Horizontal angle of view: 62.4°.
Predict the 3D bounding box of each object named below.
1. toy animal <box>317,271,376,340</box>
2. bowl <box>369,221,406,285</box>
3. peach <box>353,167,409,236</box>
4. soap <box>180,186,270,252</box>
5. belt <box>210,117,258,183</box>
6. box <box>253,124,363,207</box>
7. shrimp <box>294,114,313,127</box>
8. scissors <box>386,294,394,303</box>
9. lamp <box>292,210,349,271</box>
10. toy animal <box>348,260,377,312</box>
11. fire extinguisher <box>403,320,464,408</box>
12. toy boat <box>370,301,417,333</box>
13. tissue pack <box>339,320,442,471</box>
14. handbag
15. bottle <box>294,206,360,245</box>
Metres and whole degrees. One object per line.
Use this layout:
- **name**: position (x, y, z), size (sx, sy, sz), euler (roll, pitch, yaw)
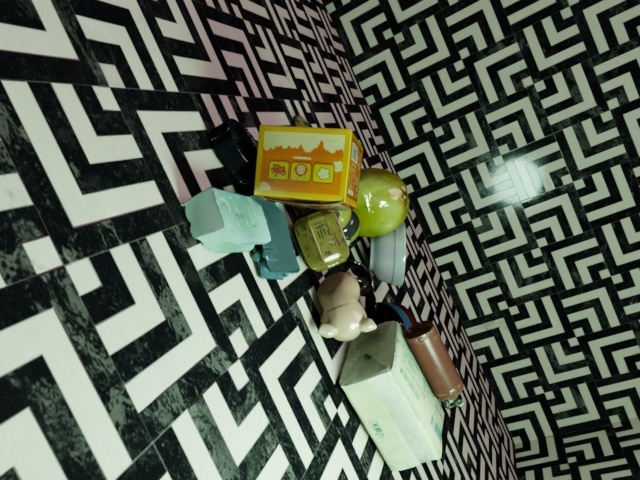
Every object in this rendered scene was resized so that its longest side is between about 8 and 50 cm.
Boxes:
- **toy animal**: position (0.070, 0.206, 1.666), size (0.250, 0.167, 0.154), euler (-103, 168, -49)
- **bowl**: position (0.284, 0.050, 2.278), size (0.287, 0.144, 0.286), euler (3, 90, -87)
- **peach**: position (0.196, -0.152, 2.135), size (0.314, 0.316, 0.281), euler (-49, 130, -74)
- **soap**: position (-0.226, -0.048, 1.305), size (0.230, 0.091, 0.145), euler (-1, 70, -69)
- **belt**: position (-0.230, -0.252, 1.512), size (0.198, 0.078, 0.151), euler (52, 23, -34)
- **box**: position (-0.025, -0.200, 1.533), size (0.283, 0.260, 0.213), euler (5, 89, -79)
- **shrimp**: position (-0.041, -0.443, 2.202), size (0.217, 0.051, 0.150), euler (44, 24, -39)
- **scissors**: position (0.306, 0.327, 2.314), size (0.088, 0.017, 0.220), euler (61, 22, -25)
- **lamp**: position (0.000, 0.000, 1.702), size (0.184, 0.161, 0.161), euler (69, 21, -3)
- **toy animal**: position (0.179, 0.171, 2.025), size (0.180, 0.116, 0.218), euler (7, 57, -65)
- **fire extinguisher**: position (0.382, 0.422, 1.730), size (0.336, 0.107, 0.147), euler (63, -7, -12)
- **toy boat**: position (0.260, 0.289, 1.934), size (0.080, 0.136, 0.392), euler (35, -3, -10)
- **tissue pack**: position (0.239, 0.495, 1.718), size (0.380, 0.207, 0.297), euler (61, 22, -16)
- **handbag**: position (-0.146, -0.005, 1.491), size (0.179, 0.062, 0.229), euler (14, 56, -64)
- **bottle**: position (0.023, -0.114, 1.852), size (0.351, 0.172, 0.171), euler (48, 29, -41)
